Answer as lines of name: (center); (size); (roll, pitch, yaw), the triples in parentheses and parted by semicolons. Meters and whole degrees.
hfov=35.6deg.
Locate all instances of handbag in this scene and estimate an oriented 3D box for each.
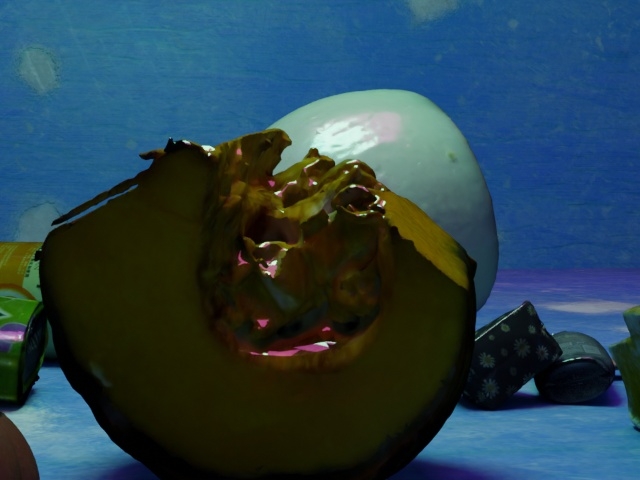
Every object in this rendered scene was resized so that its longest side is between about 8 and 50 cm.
handbag: (0.181, 0.131, 1.085); (0.115, 0.072, 0.139); (-34, -3, -20)

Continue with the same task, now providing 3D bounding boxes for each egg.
egg: (0.000, 0.000, 1.293); (0.340, 0.354, 0.354); (-19, 10, -24)

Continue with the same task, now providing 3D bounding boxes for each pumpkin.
pumpkin: (-0.038, 0.050, 0.745); (0.303, 0.256, 0.225); (33, 19, 4)

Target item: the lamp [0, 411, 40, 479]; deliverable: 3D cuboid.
lamp: (-0.228, 0.111, 0.502); (0.182, 0.140, 0.182); (21, -18, 7)

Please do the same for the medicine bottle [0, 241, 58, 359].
medicine bottle: (-0.360, 0.080, 1.326); (0.318, 0.158, 0.158); (0, 2, 11)

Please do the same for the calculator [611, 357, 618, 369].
calculator: (0.419, 0.156, 1.200); (0.166, 0.024, 0.103); (3, 3, 5)

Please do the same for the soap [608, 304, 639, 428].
soap: (0.409, 0.078, 0.831); (0.281, 0.143, 0.259); (-20, -10, -2)

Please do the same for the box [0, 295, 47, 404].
box: (-0.466, 0.092, 1.037); (0.346, 0.097, 0.134); (8, 19, -6)

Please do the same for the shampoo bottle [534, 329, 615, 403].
shampoo bottle: (0.288, 0.141, 1.154); (0.087, 0.049, 0.234); (-14, 0, 10)
